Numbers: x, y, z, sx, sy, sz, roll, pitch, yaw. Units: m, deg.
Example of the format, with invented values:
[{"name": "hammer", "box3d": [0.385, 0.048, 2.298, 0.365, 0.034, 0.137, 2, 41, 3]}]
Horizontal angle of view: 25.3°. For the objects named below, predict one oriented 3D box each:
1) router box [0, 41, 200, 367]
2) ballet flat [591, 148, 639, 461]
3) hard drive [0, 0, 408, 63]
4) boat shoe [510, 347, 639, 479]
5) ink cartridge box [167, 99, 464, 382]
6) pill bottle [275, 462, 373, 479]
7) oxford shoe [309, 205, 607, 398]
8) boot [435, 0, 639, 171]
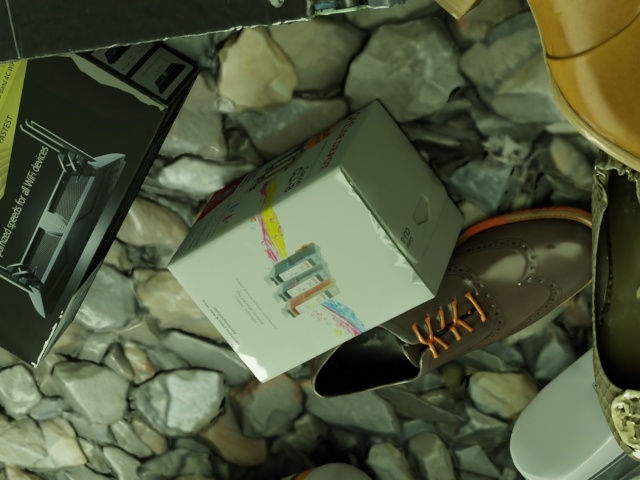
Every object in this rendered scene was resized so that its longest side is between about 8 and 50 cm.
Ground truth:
[{"name": "router box", "box3d": [-0.273, -0.073, 1.180, 0.243, 0.081, 0.309, 31, 124, -2]}, {"name": "ballet flat", "box3d": [0.228, 0.038, 1.034, 0.084, 0.058, 0.250, -2, 88, 35]}, {"name": "hard drive", "box3d": [-0.044, -0.172, 0.911, 0.339, 0.237, 0.064, 0, 105, 36]}, {"name": "boat shoe", "box3d": [0.289, 0.104, 1.106, 0.102, 0.108, 0.301, 28, 117, -40]}, {"name": "ink cartridge box", "box3d": [0.000, 0.000, 1.111, 0.176, 0.128, 0.127, -28, 108, 28]}, {"name": "pill bottle", "box3d": [-0.071, 0.314, 1.301, 0.278, 0.162, 0.162, -23, 111, 28]}, {"name": "oxford shoe", "box3d": [0.109, 0.061, 1.130, 0.271, 0.098, 0.097, -29, 107, 29]}, {"name": "boot", "box3d": [0.223, -0.179, 0.949, 0.295, 0.104, 0.211, 38, 124, -2]}]
